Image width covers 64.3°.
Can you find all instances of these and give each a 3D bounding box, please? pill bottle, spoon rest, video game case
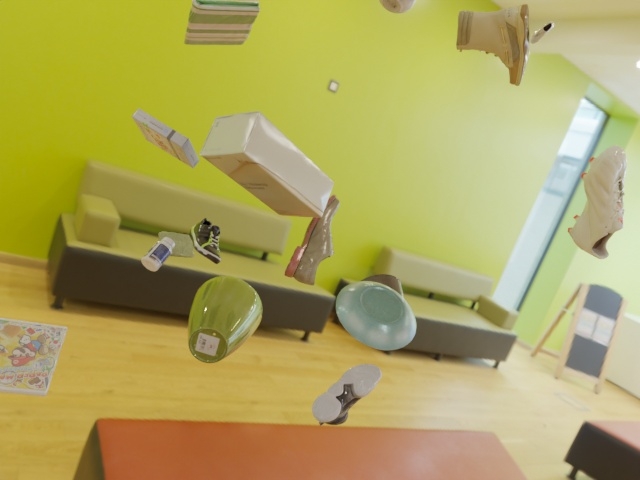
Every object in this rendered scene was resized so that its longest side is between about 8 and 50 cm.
[{"bbox_3d":[-0.564,0.045,1.782,0.067,0.067,0.120,23,50,10],"label":"pill bottle"},{"bbox_3d":[0.286,-0.838,1.688,0.137,0.084,0.276,32,-10,-21],"label":"spoon rest"},{"bbox_3d":[-0.828,0.307,1.367,0.226,0.026,0.207,13,45,-18],"label":"video game case"}]

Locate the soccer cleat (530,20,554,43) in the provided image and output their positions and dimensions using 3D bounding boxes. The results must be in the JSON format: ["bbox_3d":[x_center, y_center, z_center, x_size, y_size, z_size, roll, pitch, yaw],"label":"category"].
[{"bbox_3d":[0.693,-0.651,1.593,0.029,0.083,0.035,53,36,3],"label":"soccer cleat"}]

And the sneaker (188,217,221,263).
[{"bbox_3d":[-0.385,-0.011,1.745,0.084,0.097,0.234,40,3,-43],"label":"sneaker"}]

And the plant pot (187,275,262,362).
[{"bbox_3d":[-0.371,0.312,1.850,0.274,0.275,0.293,21,18,-3],"label":"plant pot"}]

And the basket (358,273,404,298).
[{"bbox_3d":[0.226,0.251,1.792,0.204,0.154,0.227,-13,38,-7],"label":"basket"}]

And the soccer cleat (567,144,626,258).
[{"bbox_3d":[0.442,-0.056,0.788,0.068,0.196,0.076,-20,45,-11],"label":"soccer cleat"}]

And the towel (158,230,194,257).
[{"bbox_3d":[-0.587,0.019,2.079,0.148,0.027,0.110,8,59,-41],"label":"towel"}]

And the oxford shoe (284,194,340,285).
[{"bbox_3d":[0.000,0.000,1.847,0.130,0.348,0.123,28,-10,-1],"label":"oxford shoe"}]

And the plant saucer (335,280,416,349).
[{"bbox_3d":[0.132,0.154,1.142,0.194,0.038,0.195,12,42,-11],"label":"plant saucer"}]

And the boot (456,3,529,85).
[{"bbox_3d":[0.520,-0.582,1.543,0.203,0.095,0.262,8,-28,25],"label":"boot"}]

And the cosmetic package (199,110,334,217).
[{"bbox_3d":[-0.122,-0.176,1.253,0.160,0.113,0.309,5,-21,40],"label":"cosmetic package"}]

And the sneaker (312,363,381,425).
[{"bbox_3d":[0.090,0.525,1.718,0.101,0.268,0.153,48,-19,30],"label":"sneaker"}]

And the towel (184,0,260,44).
[{"bbox_3d":[-0.367,-0.798,1.876,0.247,0.038,0.325,-8,1,-19],"label":"towel"}]

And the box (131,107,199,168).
[{"bbox_3d":[-0.465,-0.306,1.540,0.186,0.038,0.145,33,-15,8],"label":"box"}]
